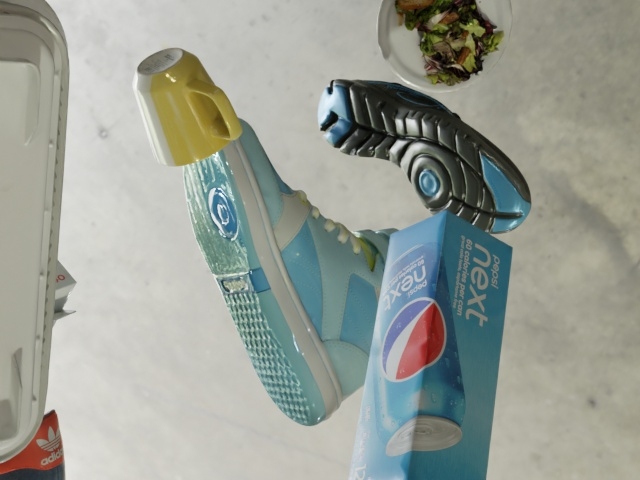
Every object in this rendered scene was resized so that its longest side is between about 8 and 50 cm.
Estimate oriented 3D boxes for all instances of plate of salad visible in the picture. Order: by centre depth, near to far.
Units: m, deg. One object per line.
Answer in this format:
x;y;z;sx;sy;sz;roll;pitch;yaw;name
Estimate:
0.179;-0.304;1.590;0.200;0.048;0.200;-4;112;-10;plate of salad

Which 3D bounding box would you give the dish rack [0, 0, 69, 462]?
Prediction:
-0.277;0.007;0.658;0.072;0.285;0.333;24;112;51;dish rack

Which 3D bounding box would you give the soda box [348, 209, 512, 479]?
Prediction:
0.081;0.089;0.804;0.071;0.210;0.067;28;147;-28;soda box

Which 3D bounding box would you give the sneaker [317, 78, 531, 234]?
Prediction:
0.151;-0.126;1.424;0.341;0.140;0.125;39;128;36;sneaker

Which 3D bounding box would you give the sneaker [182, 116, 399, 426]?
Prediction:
0.000;0.000;1.116;0.127;0.208;0.319;6;119;59;sneaker

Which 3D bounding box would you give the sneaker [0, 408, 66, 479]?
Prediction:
-0.423;0.193;1.205;0.350;0.131;0.148;13;108;15;sneaker

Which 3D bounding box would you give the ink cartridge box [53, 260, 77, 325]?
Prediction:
-0.333;0.047;1.171;0.143;0.092;0.090;48;128;16;ink cartridge box

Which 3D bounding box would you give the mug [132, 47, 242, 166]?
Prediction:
-0.088;-0.094;0.748;0.078;0.062;0.064;-9;126;20;mug
